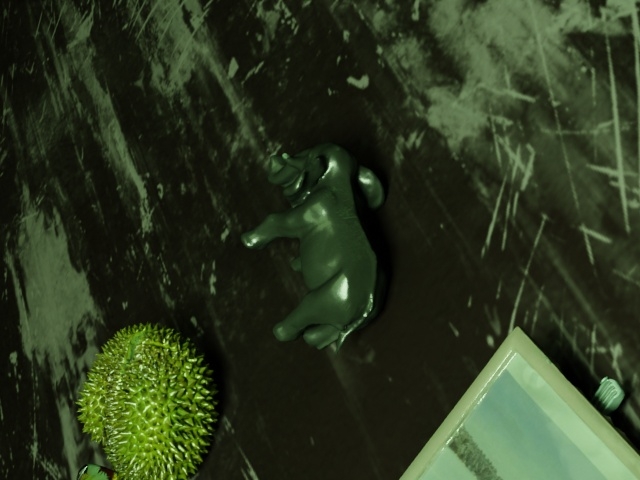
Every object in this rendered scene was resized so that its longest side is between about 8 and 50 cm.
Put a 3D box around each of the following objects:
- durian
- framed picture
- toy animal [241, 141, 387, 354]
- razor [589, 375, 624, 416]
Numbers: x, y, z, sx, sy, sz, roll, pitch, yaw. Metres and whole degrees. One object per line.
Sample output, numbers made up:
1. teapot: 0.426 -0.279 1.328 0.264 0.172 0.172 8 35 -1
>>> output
1. durian: -0.184 0.189 1.561 0.159 0.146 0.198 -24 67 42
2. framed picture: 0.182 0.239 1.105 0.213 0.016 0.289 -56 47 17
3. toy animal: 0.004 -0.001 1.451 0.146 0.114 0.245 -43 63 41
4. razor: 0.185 0.180 1.158 0.191 0.037 0.068 -46 50 25
